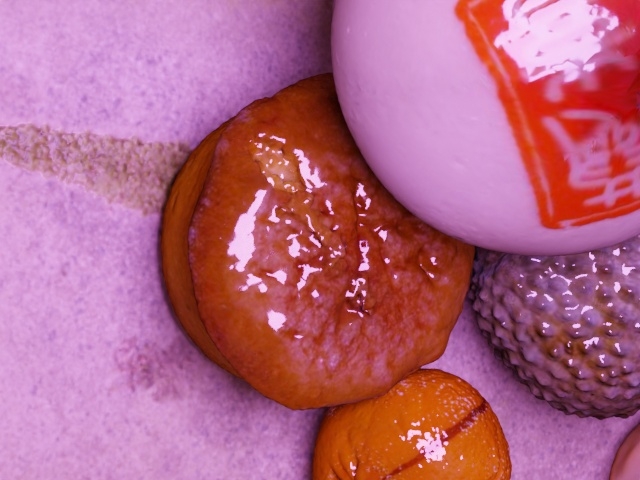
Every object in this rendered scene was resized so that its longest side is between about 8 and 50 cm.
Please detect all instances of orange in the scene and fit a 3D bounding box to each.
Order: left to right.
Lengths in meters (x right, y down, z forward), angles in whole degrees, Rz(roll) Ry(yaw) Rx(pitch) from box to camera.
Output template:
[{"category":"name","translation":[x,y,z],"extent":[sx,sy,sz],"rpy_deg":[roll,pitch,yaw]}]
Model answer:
[{"category":"orange","translation":[0.083,0.213,1.363],"extent":[0.161,0.193,0.193],"rpy_deg":[-38,115,-61]}]

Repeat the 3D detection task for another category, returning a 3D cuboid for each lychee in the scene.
[{"category":"lychee","translation":[0.266,0.050,1.430],"extent":[0.274,0.255,0.255],"rpy_deg":[5,90,-28]}]

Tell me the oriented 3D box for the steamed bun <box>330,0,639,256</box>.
[{"category":"steamed bun","translation":[0.199,-0.155,1.160],"extent":[0.374,0.241,0.374],"rpy_deg":[-5,110,-15]}]

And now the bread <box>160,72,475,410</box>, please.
[{"category":"bread","translation":[-0.005,0.000,1.319],"extent":[0.312,0.172,0.312],"rpy_deg":[0,89,-34]}]

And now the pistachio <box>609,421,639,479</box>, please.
[{"category":"pistachio","translation":[0.457,0.267,1.563],"extent":[0.309,0.230,0.230],"rpy_deg":[-21,103,-19]}]
